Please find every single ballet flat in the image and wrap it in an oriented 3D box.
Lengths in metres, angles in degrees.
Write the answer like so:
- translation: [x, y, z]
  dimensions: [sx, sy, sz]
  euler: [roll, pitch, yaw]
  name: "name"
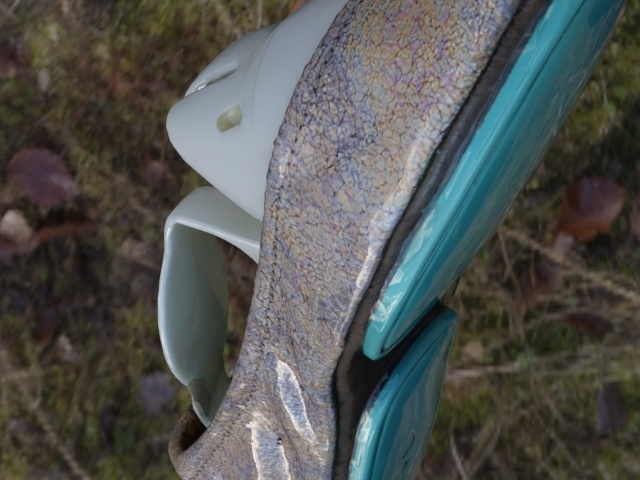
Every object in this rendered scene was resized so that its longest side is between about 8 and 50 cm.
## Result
- translation: [0.000, 0.000, 0.469]
  dimensions: [0.106, 0.107, 0.316]
  euler: [32, 138, 14]
  name: "ballet flat"
